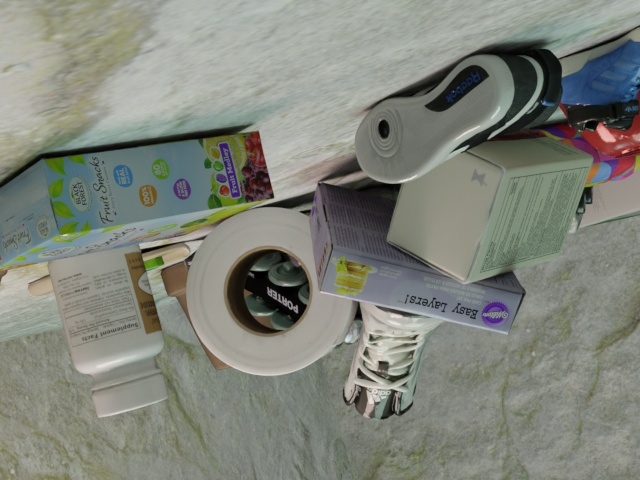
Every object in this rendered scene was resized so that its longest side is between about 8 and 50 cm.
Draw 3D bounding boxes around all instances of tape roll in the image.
[{"bbox_3d":[-0.067,0.076,1.754,0.246,0.246,0.169,-16,176,5],"label":"tape roll"}]

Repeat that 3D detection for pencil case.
[{"bbox_3d":[0.356,-0.121,1.673,0.236,0.105,0.104,-11,174,-39],"label":"pencil case"}]

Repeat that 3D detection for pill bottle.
[{"bbox_3d":[-0.288,0.121,1.621,0.131,0.229,0.131,-15,177,-1],"label":"pill bottle"}]

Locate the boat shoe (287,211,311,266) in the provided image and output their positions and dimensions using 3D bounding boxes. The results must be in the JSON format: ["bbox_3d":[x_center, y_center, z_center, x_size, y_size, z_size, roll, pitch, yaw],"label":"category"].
[{"bbox_3d":[0.000,0.000,2.049,0.102,0.092,0.285,-16,176,20],"label":"boat shoe"}]

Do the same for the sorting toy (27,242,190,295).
[{"bbox_3d":[-0.341,0.054,1.896,0.208,0.038,0.193,-12,175,-43],"label":"sorting toy"}]

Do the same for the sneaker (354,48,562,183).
[{"bbox_3d":[0.135,-0.109,1.064,0.121,0.079,0.217,-11,173,-35],"label":"sneaker"}]

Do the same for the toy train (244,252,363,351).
[{"bbox_3d":[-0.010,0.084,2.124,0.190,0.142,0.334,-22,-147,-33],"label":"toy train"}]

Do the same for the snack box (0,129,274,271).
[{"bbox_3d":[-0.174,-0.033,1.023,0.207,0.070,0.174,-10,175,-35],"label":"snack box"}]

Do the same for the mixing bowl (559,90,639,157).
[{"bbox_3d":[0.336,-0.145,1.224,0.181,0.098,0.181,-14,177,-1],"label":"mixing bowl"}]

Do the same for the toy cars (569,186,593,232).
[{"bbox_3d":[0.309,-0.052,1.839,0.176,0.087,0.393,-8,-170,-22],"label":"toy cars"}]

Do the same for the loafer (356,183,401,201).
[{"bbox_3d":[0.137,-0.036,1.938,0.111,0.112,0.319,-8,178,18],"label":"loafer"}]

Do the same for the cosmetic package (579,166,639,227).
[{"bbox_3d":[0.566,-0.133,1.924,0.196,0.155,0.365,-11,177,-15],"label":"cosmetic package"}]

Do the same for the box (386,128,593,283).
[{"bbox_3d":[0.210,-0.051,1.430,0.126,0.149,0.232,29,-157,33],"label":"box"}]

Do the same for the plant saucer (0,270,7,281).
[{"bbox_3d":[-0.520,0.072,1.443,0.277,0.041,0.278,-15,177,-1],"label":"plant saucer"}]

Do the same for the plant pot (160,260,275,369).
[{"bbox_3d":[-0.174,0.138,2.378,0.263,0.229,0.263,-14,176,-1],"label":"plant pot"}]

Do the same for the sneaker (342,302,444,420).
[{"bbox_3d":[0.124,0.154,1.710,0.169,0.258,0.447,11,-177,5],"label":"sneaker"}]

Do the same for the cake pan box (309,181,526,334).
[{"bbox_3d":[0.112,0.015,1.495,0.245,0.070,0.267,14,-161,-10],"label":"cake pan box"}]

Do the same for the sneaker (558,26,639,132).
[{"bbox_3d":[0.291,-0.148,1.084,0.152,0.085,0.058,-18,175,37],"label":"sneaker"}]

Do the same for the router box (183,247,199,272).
[{"bbox_3d":[-0.151,0.016,1.919,0.122,0.038,0.092,-18,-166,29],"label":"router box"}]
